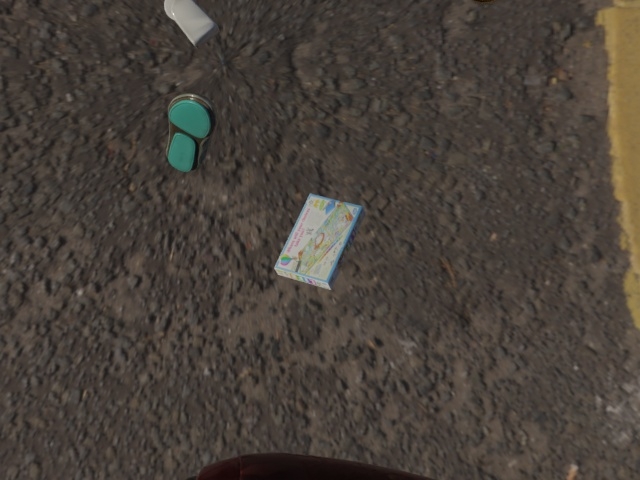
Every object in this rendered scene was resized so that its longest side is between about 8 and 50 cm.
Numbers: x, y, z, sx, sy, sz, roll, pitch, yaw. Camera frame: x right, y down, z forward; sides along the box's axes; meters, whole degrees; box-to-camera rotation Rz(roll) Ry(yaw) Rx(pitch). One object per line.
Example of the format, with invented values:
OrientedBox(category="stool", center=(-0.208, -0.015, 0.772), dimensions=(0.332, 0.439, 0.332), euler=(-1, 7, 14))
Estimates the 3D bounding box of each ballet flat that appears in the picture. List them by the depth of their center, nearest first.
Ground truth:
OrientedBox(category="ballet flat", center=(-0.181, -0.171, 1.379), dimensions=(0.072, 0.213, 0.068), euler=(28, 64, -3))

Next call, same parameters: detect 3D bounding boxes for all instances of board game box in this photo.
OrientedBox(category="board game box", center=(0.000, 0.000, 1.633), dimensions=(0.103, 0.026, 0.154), euler=(16, 67, 23))

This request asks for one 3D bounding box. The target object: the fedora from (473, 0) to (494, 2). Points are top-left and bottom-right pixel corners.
OrientedBox(category="fedora", center=(0.313, -0.514, 1.702), dimensions=(0.079, 0.194, 0.194), euler=(34, 96, -35))

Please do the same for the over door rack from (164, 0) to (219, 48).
OrientedBox(category="over door rack", center=(-0.096, -0.323, 0.691), dimensions=(0.239, 0.108, 0.324), euler=(-41, 86, 4))

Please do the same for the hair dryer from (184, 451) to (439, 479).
OrientedBox(category="hair dryer", center=(-0.007, 0.174, 0.398), dimensions=(0.293, 0.223, 0.080), euler=(-15, 123, -32))
